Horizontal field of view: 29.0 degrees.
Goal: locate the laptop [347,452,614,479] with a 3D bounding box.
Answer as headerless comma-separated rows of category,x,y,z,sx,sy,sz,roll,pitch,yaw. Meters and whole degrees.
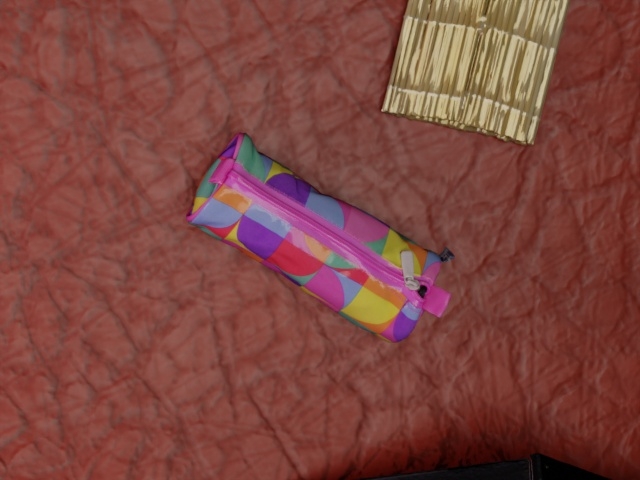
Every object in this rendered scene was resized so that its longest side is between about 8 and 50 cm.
laptop,0.164,0.408,1.065,0.408,0.236,0.382,22,51,-26

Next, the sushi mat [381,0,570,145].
sushi mat,0.164,-0.254,1.138,0.151,0.019,0.316,13,93,-8

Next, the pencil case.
pencil case,0.000,0.000,1.100,0.236,0.104,0.104,29,91,-9
